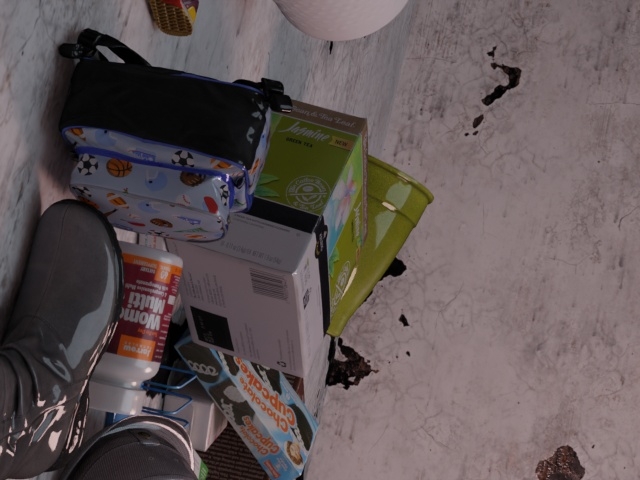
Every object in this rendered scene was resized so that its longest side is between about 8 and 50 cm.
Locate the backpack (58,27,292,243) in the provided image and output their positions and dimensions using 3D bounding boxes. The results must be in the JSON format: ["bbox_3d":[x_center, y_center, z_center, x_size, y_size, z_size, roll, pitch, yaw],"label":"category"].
[{"bbox_3d":[-0.182,-0.108,1.399,0.263,0.276,0.213,73,34,-83],"label":"backpack"}]

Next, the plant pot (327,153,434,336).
[{"bbox_3d":[0.000,0.000,2.357,0.366,0.366,0.353,47,67,-78],"label":"plant pot"}]

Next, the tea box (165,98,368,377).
[{"bbox_3d":[-0.072,-0.011,1.850,0.329,0.220,0.323,86,23,-56],"label":"tea box"}]

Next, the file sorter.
[{"bbox_3d":[-0.265,0.284,1.755,0.118,0.104,0.170,-23,123,-77],"label":"file sorter"}]

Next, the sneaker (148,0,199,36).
[{"bbox_3d":[-0.203,-0.363,1.536,0.185,0.069,0.084,95,1,-62],"label":"sneaker"}]

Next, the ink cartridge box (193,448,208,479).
[{"bbox_3d":[-0.274,0.466,1.947,0.153,0.087,0.208,78,26,-64],"label":"ink cartridge box"}]

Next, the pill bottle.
[{"bbox_3d":[-0.266,0.117,1.519,0.121,0.121,0.221,44,57,-78],"label":"pill bottle"}]

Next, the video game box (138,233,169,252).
[{"bbox_3d":[-0.227,-0.053,1.765,0.205,0.048,0.187,-57,159,-64],"label":"video game box"}]

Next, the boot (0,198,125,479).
[{"bbox_3d":[-0.324,0.119,1.248,0.222,0.118,0.338,2,95,-75],"label":"boot"}]

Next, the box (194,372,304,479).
[{"bbox_3d":[-0.166,0.422,2.204,0.143,0.191,0.381,89,16,-50],"label":"box"}]

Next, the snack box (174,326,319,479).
[{"bbox_3d":[-0.128,0.268,2.058,0.322,0.060,0.187,55,20,-11],"label":"snack box"}]

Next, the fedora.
[{"bbox_3d":[-0.244,0.379,1.611,0.275,0.124,0.244,30,80,-49],"label":"fedora"}]

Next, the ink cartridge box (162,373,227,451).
[{"bbox_3d":[-0.226,0.310,2.034,0.143,0.090,0.092,-40,140,-73],"label":"ink cartridge box"}]

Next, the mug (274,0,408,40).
[{"bbox_3d":[-0.010,-0.568,1.908,0.328,0.276,0.374,41,30,-70],"label":"mug"}]
